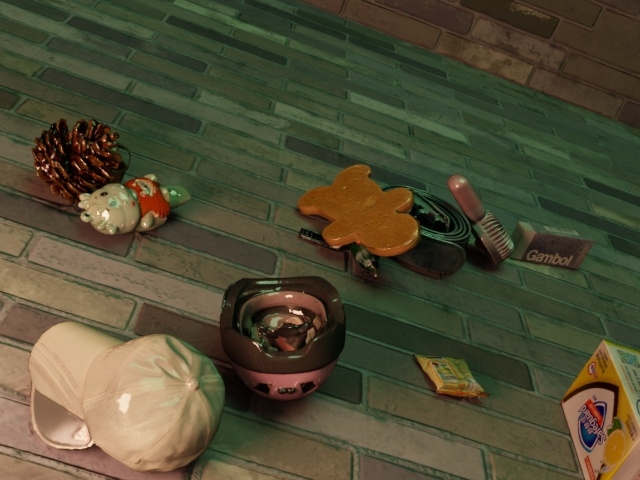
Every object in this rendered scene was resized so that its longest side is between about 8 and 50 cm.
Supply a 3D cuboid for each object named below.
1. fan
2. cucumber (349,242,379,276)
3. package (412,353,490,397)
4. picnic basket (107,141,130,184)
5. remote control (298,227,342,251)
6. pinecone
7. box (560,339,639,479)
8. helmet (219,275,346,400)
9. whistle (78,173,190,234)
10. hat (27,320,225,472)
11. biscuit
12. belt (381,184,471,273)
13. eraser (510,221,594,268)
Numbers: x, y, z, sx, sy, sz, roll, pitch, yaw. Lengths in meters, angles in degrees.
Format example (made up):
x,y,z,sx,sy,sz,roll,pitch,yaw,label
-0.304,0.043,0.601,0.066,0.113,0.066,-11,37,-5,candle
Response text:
x,y,z,sx,sy,sz,roll,pitch,yaw,label
0.360,-0.051,2.021,0.244,0.074,0.130,55,5,-23,fan
0.088,0.004,1.870,0.056,0.056,0.250,14,27,-16,cucumber
0.235,0.243,1.589,0.108,0.031,0.121,10,25,-24,package
-0.416,-0.158,1.749,0.072,0.083,0.072,18,28,-10,picnic basket
0.000,0.000,1.854,0.096,0.014,0.039,21,27,-1,remote control
-0.447,-0.153,1.635,0.173,0.173,0.173,18,28,-10,pinecone
0.522,0.319,1.527,0.097,0.168,0.265,21,30,-9,box
-0.059,0.159,1.397,0.198,0.154,0.253,-2,13,-5,helmet
-0.340,-0.066,1.635,0.253,0.106,0.102,-16,88,-51,whistle
-0.257,0.188,1.196,0.275,0.161,0.232,30,25,20,hat
0.093,-0.049,1.854,0.216,0.047,0.339,-33,38,-17,biscuit
0.226,-0.028,1.958,0.206,0.116,0.267,-14,41,-43,belt
0.562,0.011,2.162,0.212,0.092,0.046,9,32,-24,eraser
